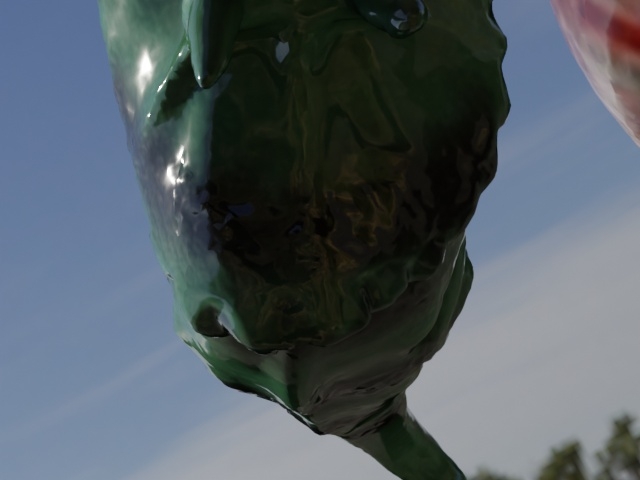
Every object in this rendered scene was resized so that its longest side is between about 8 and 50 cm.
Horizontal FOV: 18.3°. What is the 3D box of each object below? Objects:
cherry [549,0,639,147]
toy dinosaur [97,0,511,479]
[{"bbox_3d":[0.189,-0.106,0.670,0.213,0.236,0.285,-26,24,31],"label":"cherry"},{"bbox_3d":[-0.003,-0.017,0.426,0.079,0.120,0.292,-9,-17,0],"label":"toy dinosaur"}]
